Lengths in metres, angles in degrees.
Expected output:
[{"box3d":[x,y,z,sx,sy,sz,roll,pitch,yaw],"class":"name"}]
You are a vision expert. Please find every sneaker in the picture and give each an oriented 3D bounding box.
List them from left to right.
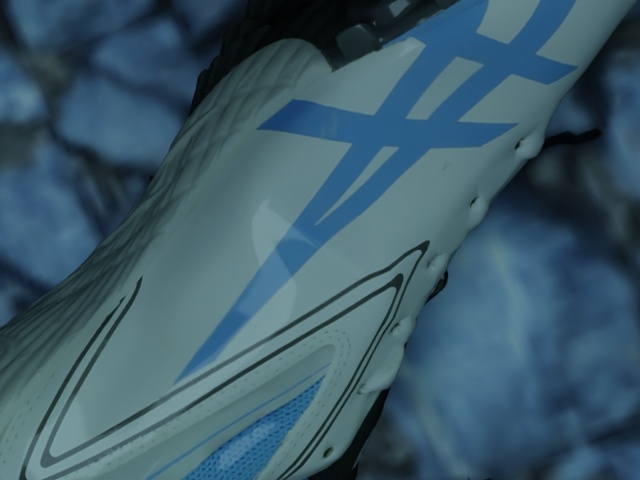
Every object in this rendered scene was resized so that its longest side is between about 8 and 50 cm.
[{"box3d":[0.000,0.000,0.393,0.086,0.085,0.237,39,103,-21],"class":"sneaker"}]
